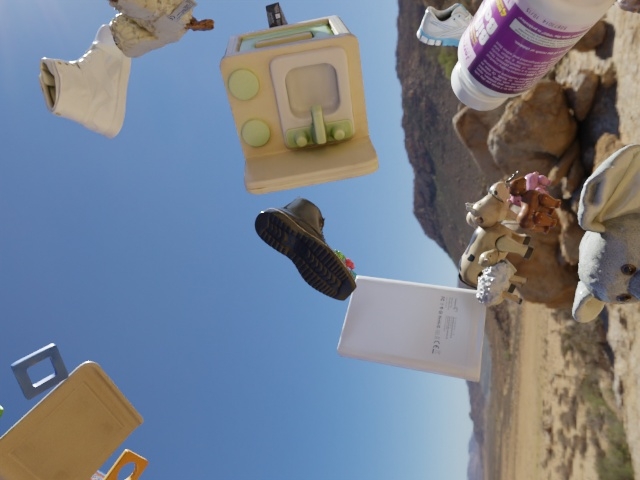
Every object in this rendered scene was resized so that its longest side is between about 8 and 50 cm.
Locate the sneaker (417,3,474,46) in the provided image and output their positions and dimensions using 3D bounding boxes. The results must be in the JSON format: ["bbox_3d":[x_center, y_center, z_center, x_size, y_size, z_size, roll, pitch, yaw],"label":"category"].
[{"bbox_3d":[0.311,-0.465,1.009,0.083,0.190,0.072,93,-176,-55],"label":"sneaker"}]

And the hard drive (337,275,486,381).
[{"bbox_3d":[0.241,0.220,1.221,0.047,0.352,0.233,69,-147,-52],"label":"hard drive"}]

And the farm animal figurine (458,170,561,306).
[{"bbox_3d":[0.421,-0.027,1.128,0.330,0.172,0.327,-22,-50,-76],"label":"farm animal figurine"}]

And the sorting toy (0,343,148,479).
[{"bbox_3d":[-0.413,0.319,0.763,0.196,0.047,0.348,-45,-48,-34],"label":"sorting toy"}]

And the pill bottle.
[{"bbox_3d":[0.346,-0.361,0.820,0.301,0.169,0.170,116,164,-72],"label":"pill bottle"}]

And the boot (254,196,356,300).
[{"bbox_3d":[0.000,0.000,0.801,0.077,0.198,0.137,-47,-4,31],"label":"boot"}]

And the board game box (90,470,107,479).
[{"bbox_3d":[-0.504,0.510,0.864,0.210,0.047,0.160,-39,-50,-10],"label":"board game box"}]

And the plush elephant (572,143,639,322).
[{"bbox_3d":[0.436,0.020,0.546,0.272,0.255,0.330,59,-170,-33],"label":"plush elephant"}]

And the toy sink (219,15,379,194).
[{"bbox_3d":[-0.029,-0.177,0.559,0.234,0.152,0.131,-98,-3,-54],"label":"toy sink"}]

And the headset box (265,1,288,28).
[{"bbox_3d":[-0.087,-0.455,1.000,0.083,0.032,0.062,35,-135,-79],"label":"headset box"}]

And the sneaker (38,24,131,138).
[{"bbox_3d":[-0.529,-0.392,1.045,0.169,0.108,0.293,17,-119,-49],"label":"sneaker"}]

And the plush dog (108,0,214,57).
[{"bbox_3d":[-0.339,-0.532,0.952,0.262,0.210,0.226,150,109,-71],"label":"plush dog"}]

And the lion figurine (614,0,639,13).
[{"bbox_3d":[0.726,-0.458,0.794,0.240,0.391,0.142,122,159,-72],"label":"lion figurine"}]

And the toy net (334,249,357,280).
[{"bbox_3d":[0.133,0.125,1.652,0.045,0.232,0.122,-39,-15,-32],"label":"toy net"}]
